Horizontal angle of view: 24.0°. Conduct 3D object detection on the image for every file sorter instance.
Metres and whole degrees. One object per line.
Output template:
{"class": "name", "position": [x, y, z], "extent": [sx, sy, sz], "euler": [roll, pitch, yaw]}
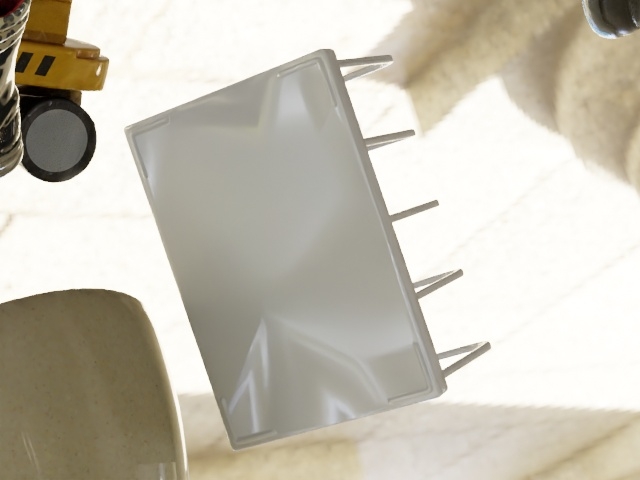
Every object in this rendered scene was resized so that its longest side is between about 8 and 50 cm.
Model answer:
{"class": "file sorter", "position": [0.000, 0.000, 1.248], "extent": [0.193, 0.277, 0.173], "euler": [-18, -179, 26]}

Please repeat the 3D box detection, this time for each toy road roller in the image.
{"class": "toy road roller", "position": [-0.396, -0.209, 1.658], "extent": [0.330, 0.240, 0.202], "euler": [5, -169, -29]}

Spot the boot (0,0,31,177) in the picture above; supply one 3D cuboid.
{"class": "boot", "position": [-0.314, -0.102, 1.057], "extent": [0.236, 0.085, 0.178], "euler": [-16, 148, -30]}

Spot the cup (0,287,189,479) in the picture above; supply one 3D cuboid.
{"class": "cup", "position": [-0.231, 0.225, 1.178], "extent": [0.331, 0.237, 0.331], "euler": [-26, 158, -11]}

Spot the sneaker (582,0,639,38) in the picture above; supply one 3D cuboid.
{"class": "sneaker", "position": [0.354, -0.337, 1.391], "extent": [0.125, 0.140, 0.340], "euler": [13, 103, -63]}
